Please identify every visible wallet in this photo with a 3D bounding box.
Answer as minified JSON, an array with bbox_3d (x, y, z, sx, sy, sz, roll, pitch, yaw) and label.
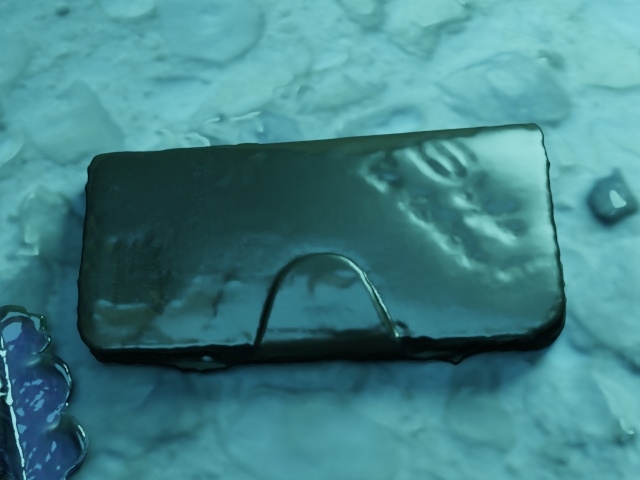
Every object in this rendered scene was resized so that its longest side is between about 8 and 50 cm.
[{"bbox_3d":[0.000,0.000,0.752,0.309,0.042,0.165,-2,58,1],"label":"wallet"}]

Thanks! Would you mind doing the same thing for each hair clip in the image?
[{"bbox_3d":[-0.207,0.107,0.695,0.124,0.052,0.195,-16,55,-13],"label":"hair clip"}]
